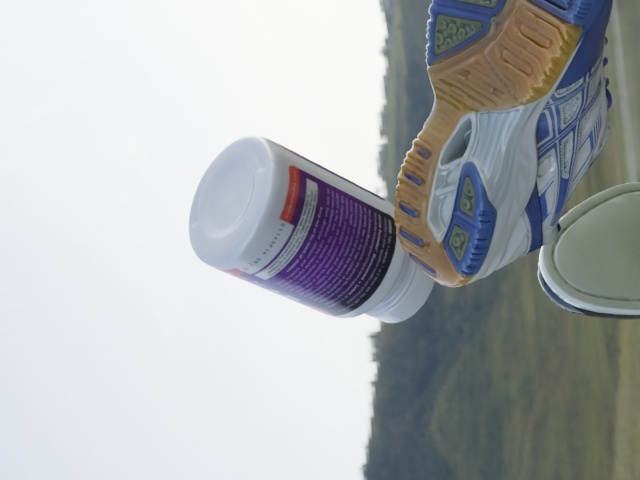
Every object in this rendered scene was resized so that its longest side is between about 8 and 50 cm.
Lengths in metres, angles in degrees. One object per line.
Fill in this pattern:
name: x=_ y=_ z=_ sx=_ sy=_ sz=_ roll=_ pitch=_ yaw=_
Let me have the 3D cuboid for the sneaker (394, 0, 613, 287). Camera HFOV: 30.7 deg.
sneaker: x=0.142 y=-0.108 z=0.782 sx=0.112 sy=0.131 sz=0.296 roll=47 pitch=136 yaw=34

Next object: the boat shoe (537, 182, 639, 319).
boat shoe: x=0.318 y=0.009 z=1.043 sx=0.127 sy=0.340 sz=0.113 roll=57 pitch=148 yaw=19

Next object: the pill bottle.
pill bottle: x=0.000 y=0.000 z=0.934 sx=0.193 sy=0.108 sz=0.108 roll=25 pitch=-126 yaw=-36
